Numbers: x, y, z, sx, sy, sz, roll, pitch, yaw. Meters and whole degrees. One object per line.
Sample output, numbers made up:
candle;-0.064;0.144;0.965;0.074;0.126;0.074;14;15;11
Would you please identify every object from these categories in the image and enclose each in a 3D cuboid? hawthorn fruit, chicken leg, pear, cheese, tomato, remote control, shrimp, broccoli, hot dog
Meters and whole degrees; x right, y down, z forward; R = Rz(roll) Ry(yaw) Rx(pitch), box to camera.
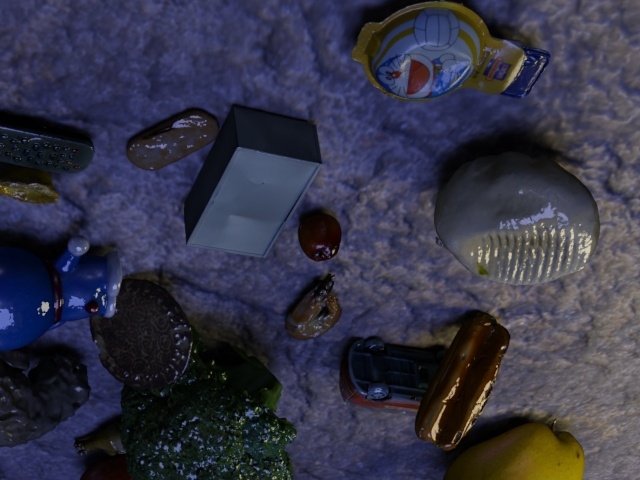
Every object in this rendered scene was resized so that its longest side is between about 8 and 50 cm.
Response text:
hawthorn fruit;0.001;-0.004;1.711;0.077;0.077;0.077;-5;141;-4
chicken leg;-0.408;0.398;2.139;0.178;0.070;0.093;-16;147;21
pear;0.415;0.543;2.339;0.336;0.285;0.285;-44;146;-21
cheese;0.175;-0.245;1.449;0.270;0.069;0.177;7;139;-19
tomato;-0.391;0.507;2.249;0.236;0.095;0.237;-5;145;-4
remote control;-0.422;-0.140;1.490;0.222;0.042;0.072;13;138;-26
shrimp;-0.002;0.121;1.889;0.099;0.041;0.180;5;139;-18
broccoli;-0.202;0.335;1.925;0.310;0.321;0.413;-18;124;-2
hot dog;0.261;0.256;1.966;0.115;0.269;0.072;32;165;-1

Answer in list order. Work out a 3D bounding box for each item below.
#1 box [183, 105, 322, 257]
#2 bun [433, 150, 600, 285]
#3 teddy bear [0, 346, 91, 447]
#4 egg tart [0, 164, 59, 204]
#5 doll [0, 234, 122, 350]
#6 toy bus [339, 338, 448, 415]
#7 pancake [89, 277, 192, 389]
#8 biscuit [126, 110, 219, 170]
box;-0.104;-0.080;1.588;0.129;0.086;0.225;10;138;-23
bun;0.303;-0.046;1.654;0.259;0.160;0.259;4;153;2
teddy bear;-0.638;0.264;1.858;0.367;0.224;0.357;-13;145;30
egg tart;-0.421;-0.081;1.547;0.105;0.039;0.105;8;165;2
doll;-0.438;0.074;1.684;0.257;0.161;0.215;-6;130;-30
toy bus;0.155;0.269;2.046;0.265;0.121;0.120;10;147;-22
pancake;-0.298;0.156;1.789;0.199;0.199;0.021;-30;177;25
biscuit;-0.212;-0.142;1.546;0.147;0.018;0.071;-25;141;17
